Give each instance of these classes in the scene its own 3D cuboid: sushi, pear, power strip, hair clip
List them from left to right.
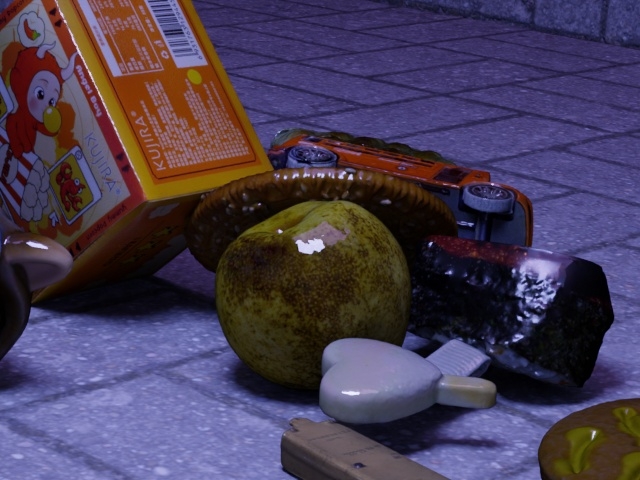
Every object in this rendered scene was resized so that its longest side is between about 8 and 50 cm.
[{"bbox_3d":[-0.004,0.060,1.787,0.197,0.197,0.197,3,16,-1],"label":"pear"},{"bbox_3d":[0.065,0.213,1.503,0.064,0.044,0.305,-8,18,-36],"label":"power strip"},{"bbox_3d":[0.087,0.137,1.679,0.159,0.071,0.218,17,16,35],"label":"hair clip"},{"bbox_3d":[0.187,0.073,1.840,0.225,0.126,0.136,9,-10,42],"label":"sushi"}]

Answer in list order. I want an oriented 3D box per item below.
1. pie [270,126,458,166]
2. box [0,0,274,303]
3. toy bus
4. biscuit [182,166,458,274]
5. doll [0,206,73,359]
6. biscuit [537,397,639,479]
[{"bbox_3d":[0.077,-0.104,2.481,0.306,0.071,0.306,10,8,-1],"label":"pie"},{"bbox_3d":[-0.249,-0.119,2.015,0.213,0.284,0.259,-11,-19,-47],"label":"box"},{"bbox_3d":[0.099,-0.031,2.143,0.329,0.143,0.153,12,22,18],"label":"toy bus"},{"bbox_3d":[0.000,0.000,1.955,0.305,0.038,0.305,1,-25,0],"label":"biscuit"},{"bbox_3d":[-0.400,0.032,1.641,0.317,0.209,0.339,13,-6,26],"label":"doll"},{"bbox_3d":[0.384,0.208,1.520,0.394,0.070,0.350,16,21,41],"label":"biscuit"}]
